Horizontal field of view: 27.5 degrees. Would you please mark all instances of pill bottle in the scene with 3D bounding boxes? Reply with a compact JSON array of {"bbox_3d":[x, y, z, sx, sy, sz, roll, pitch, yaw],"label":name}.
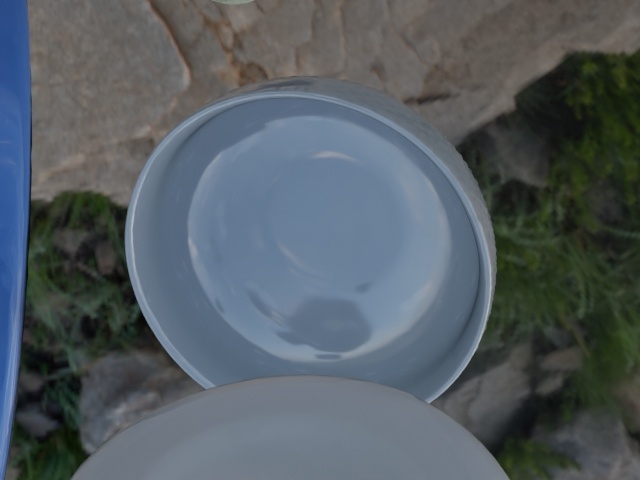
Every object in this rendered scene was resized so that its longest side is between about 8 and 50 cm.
[{"bbox_3d":[-0.003,0.157,0.370,0.121,0.121,0.221,-11,125,-10],"label":"pill bottle"}]

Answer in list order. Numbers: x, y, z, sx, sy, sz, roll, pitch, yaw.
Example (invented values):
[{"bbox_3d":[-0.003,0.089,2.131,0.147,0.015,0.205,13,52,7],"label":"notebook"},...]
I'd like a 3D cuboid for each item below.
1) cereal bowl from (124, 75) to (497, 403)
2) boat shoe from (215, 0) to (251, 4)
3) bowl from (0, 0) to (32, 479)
[{"bbox_3d":[0.000,0.000,1.214,0.339,0.141,0.339,6,115,13],"label":"cereal bowl"},{"bbox_3d":[-0.067,-0.268,1.292,0.133,0.042,0.049,-20,134,-26],"label":"boat shoe"},{"bbox_3d":[-0.221,-0.001,0.724,0.077,0.391,0.391,3,128,-20],"label":"bowl"}]
